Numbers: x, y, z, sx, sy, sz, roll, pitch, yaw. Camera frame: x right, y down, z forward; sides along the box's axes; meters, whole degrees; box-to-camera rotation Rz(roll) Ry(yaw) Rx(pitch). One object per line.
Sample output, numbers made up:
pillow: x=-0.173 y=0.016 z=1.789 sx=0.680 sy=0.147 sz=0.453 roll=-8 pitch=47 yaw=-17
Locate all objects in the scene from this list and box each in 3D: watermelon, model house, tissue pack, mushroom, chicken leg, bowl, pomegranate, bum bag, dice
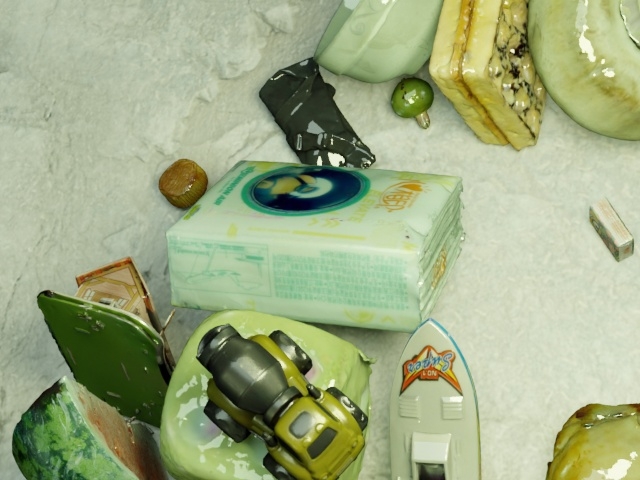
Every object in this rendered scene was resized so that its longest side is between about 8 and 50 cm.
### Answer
watermelon: x=-0.335 y=0.314 z=1.699 sx=0.223 sy=0.305 sz=0.180 roll=9 pitch=67 yaw=20
model house: x=-0.281 y=0.144 z=1.798 sx=0.207 sy=0.294 sz=0.154 roll=12 pitch=50 yaw=21
tissue pack: x=0.000 y=0.000 z=1.760 sx=0.388 sy=0.162 sz=0.287 roll=5 pitch=28 yaw=19
mushroom: x=0.474 y=-0.324 z=1.739 sx=0.352 sy=0.260 sz=0.352 roll=5 pitch=78 yaw=-26
chicken leg: x=0.482 y=0.269 z=1.568 sx=0.429 sy=0.153 sz=0.201 roll=-28 pitch=46 yaw=-5
bowl: x=0.130 y=-0.384 z=1.902 sx=0.163 sy=0.307 sz=0.307 roll=33 pitch=77 yaw=-7
pomegranate: x=0.160 y=-0.231 z=1.932 sx=0.084 sy=0.073 sz=0.073 roll=37 pitch=78 yaw=-14
tissue pack: x=0.439 y=-0.016 z=1.750 sx=0.035 sy=0.063 sz=0.083 roll=-29 pitch=63 yaw=-1
bum bag: x=-0.008 y=-0.197 z=1.966 sx=0.123 sy=0.060 sz=0.248 roll=-31 pitch=62 yaw=1
dice: x=-0.067 y=0.258 z=1.674 sx=0.254 sy=0.252 sz=0.250 roll=12 pitch=71 yaw=18

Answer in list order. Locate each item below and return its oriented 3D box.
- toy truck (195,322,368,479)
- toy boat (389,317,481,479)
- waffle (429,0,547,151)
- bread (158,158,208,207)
toy truck: x=-0.055 y=0.205 z=1.461 sx=0.147 sy=0.165 sz=0.224 roll=-46 pitch=65 yaw=-8
toy boat: x=0.156 y=0.252 z=1.618 sx=0.129 sy=0.088 sz=0.295 roll=0 pitch=102 yaw=17
waffle: x=0.291 y=-0.363 z=1.832 sx=0.114 sy=0.261 sz=0.376 roll=3 pitch=68 yaw=30
bread: x=-0.232 y=-0.096 z=1.994 sx=0.085 sy=0.053 sz=0.085 roll=-14 pitch=56 yaw=22
